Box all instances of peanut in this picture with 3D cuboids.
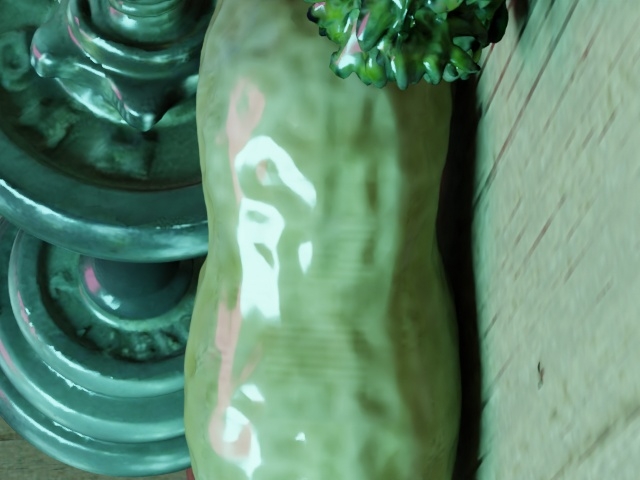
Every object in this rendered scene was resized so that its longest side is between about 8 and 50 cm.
[{"bbox_3d":[0.001,0.000,0.573,0.104,0.085,0.228,-79,-11,-77],"label":"peanut"}]

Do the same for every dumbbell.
[{"bbox_3d":[-0.082,-0.018,0.842,0.406,0.179,0.179,106,159,-66],"label":"dumbbell"}]

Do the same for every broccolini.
[{"bbox_3d":[0.030,-0.089,0.404,0.202,0.068,0.091,131,155,-78],"label":"broccolini"}]
